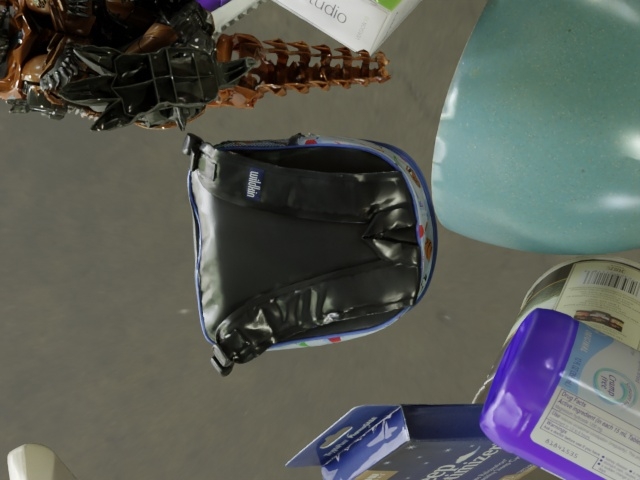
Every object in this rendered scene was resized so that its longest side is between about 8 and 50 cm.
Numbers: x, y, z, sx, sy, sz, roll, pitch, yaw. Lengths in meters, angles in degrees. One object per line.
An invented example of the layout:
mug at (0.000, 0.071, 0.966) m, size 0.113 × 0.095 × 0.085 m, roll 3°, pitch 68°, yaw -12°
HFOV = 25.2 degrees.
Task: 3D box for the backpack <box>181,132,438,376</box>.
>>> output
backpack at (0.000, 0.000, 1.624) m, size 0.263 × 0.213 × 0.277 m, roll -2°, pitch 101°, yaw 21°

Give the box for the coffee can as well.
coffee can at (0.283, 0.156, 1.524) m, size 0.201 × 0.275 × 0.202 m, roll 7°, pitch 112°, yaw 17°

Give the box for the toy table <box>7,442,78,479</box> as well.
toy table at (-0.204, 0.316, 1.316) m, size 0.274 × 0.161 × 0.252 m, roll -40°, pitch 57°, yaw 29°

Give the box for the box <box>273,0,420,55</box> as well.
box at (0.022, -0.304, 1.215) m, size 0.232 × 0.058 × 0.322 m, roll 33°, pitch 45°, yaw 7°

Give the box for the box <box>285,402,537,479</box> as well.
box at (0.097, 0.172, 1.179) m, size 0.225 × 0.136 × 0.036 m, roll 3°, pitch 60°, yaw -29°

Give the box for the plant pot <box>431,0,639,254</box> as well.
plant pot at (0.251, -0.104, 1.217) m, size 0.195 × 0.290 × 0.290 m, roll 26°, pitch 89°, yaw 24°

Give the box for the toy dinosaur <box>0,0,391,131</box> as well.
toy dinosaur at (-0.120, -0.143, 0.994) m, size 0.322 × 0.218 × 0.164 m, roll -17°, pitch 84°, yaw -13°

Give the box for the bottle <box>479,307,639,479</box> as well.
bottle at (0.257, 0.153, 1.023) m, size 0.283 × 0.118 × 0.092 m, roll 27°, pitch 122°, yaw 5°

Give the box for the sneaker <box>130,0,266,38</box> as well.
sneaker at (-0.129, -0.322, 1.656) m, size 0.293 × 0.102 × 0.146 m, roll -34°, pitch 103°, yaw 9°
